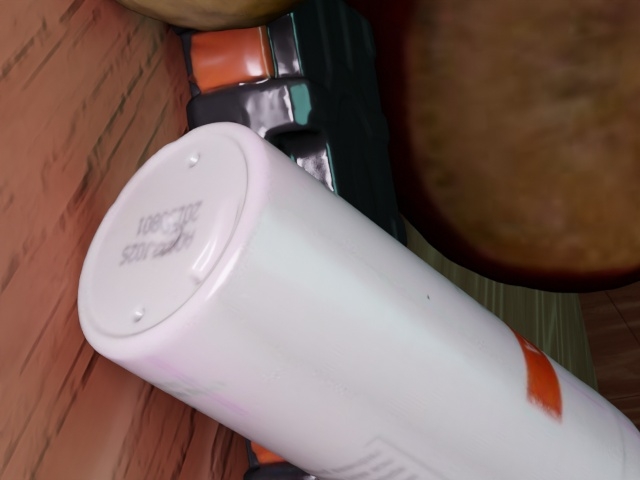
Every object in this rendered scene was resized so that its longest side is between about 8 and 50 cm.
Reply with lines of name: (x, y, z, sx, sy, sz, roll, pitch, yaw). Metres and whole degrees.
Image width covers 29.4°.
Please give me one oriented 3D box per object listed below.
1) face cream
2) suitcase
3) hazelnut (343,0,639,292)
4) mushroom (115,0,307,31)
face cream: (0.057, 0.079, 0.526, 0.345, 0.102, 0.102, 36, 41, -37)
suitcase: (-0.001, 0.000, 0.660, 0.206, 0.066, 0.285, 1, 80, -74)
hazelnut: (0.186, -0.168, 0.901, 0.359, 0.359, 0.409, -78, 166, -53)
mushroom: (-0.042, -0.249, 0.559, 0.128, 0.128, 0.350, 54, 32, -58)
